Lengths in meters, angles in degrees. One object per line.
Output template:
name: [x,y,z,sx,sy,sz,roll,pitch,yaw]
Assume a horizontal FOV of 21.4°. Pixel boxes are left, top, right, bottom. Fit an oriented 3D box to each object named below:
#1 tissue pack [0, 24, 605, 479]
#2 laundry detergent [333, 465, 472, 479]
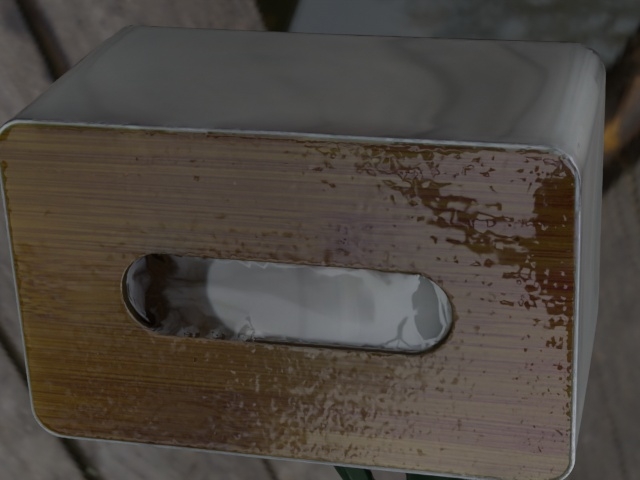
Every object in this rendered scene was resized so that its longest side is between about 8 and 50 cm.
tissue pack: [0.000,-0.001,0.766,0.136,0.246,0.159,-62,152,-61]
laundry detergent: [0.076,0.159,1.306,0.137,0.210,0.063,-26,155,5]
